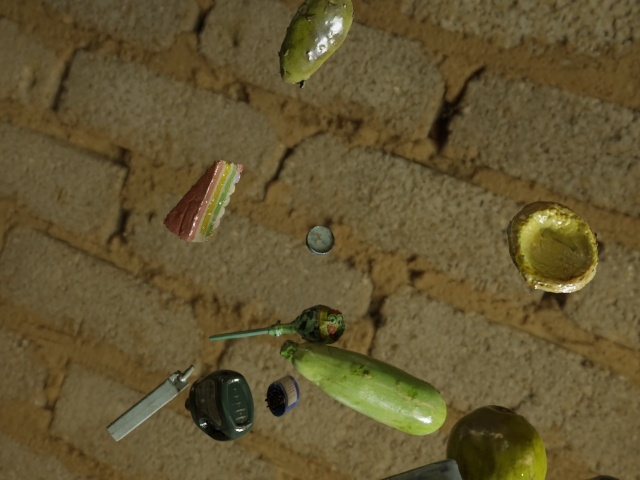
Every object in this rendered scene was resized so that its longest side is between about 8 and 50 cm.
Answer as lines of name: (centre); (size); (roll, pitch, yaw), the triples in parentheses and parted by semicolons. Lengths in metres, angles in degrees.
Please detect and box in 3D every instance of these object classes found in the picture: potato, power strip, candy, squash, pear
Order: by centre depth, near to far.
squash: (0.092, 0.284, 1.617); (0.370, 0.118, 0.118); (28, -178, -17)
potato: (-0.015, -0.425, 1.706); (0.117, 0.225, 0.090); (26, -157, -19)
candy: (-0.094, 0.191, 1.713); (0.305, 0.083, 0.091); (-10, 153, 20)
power strip: (-0.429, 0.413, 2.117); (0.053, 0.288, 0.093); (52, -164, 2)
pear: (0.487, 0.648, 2.303); (0.287, 0.375, 0.287); (17, 162, 6)

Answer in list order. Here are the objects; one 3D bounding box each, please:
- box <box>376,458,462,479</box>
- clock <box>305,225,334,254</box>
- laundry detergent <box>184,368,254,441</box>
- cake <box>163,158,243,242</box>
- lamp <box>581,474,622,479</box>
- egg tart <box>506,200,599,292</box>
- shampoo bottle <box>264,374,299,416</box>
box: (0.123, 0.606, 1.798); (0.395, 0.111, 0.396); (-17, 155, 0)
clock: (0.000, 0.000, 2.303); (0.085, 0.085, 0.017); (20, 162, -10)
laundry detergent: (-0.221, 0.346, 1.689); (0.078, 0.144, 0.221); (-9, 170, -37)
cake: (-0.259, -0.087, 1.915); (0.090, 0.225, 0.109); (51, -156, 19)
lamp: (0.664, 0.665, 1.997); (0.313, 0.182, 0.182); (17, -174, -43)
egg tart: (0.702, 0.031, 2.514); (0.314, 0.315, 0.120); (21, 154, -2)
shampoo bottle: (-0.099, 0.400, 2.096); (0.050, 0.087, 0.183); (-10, 177, 13)
